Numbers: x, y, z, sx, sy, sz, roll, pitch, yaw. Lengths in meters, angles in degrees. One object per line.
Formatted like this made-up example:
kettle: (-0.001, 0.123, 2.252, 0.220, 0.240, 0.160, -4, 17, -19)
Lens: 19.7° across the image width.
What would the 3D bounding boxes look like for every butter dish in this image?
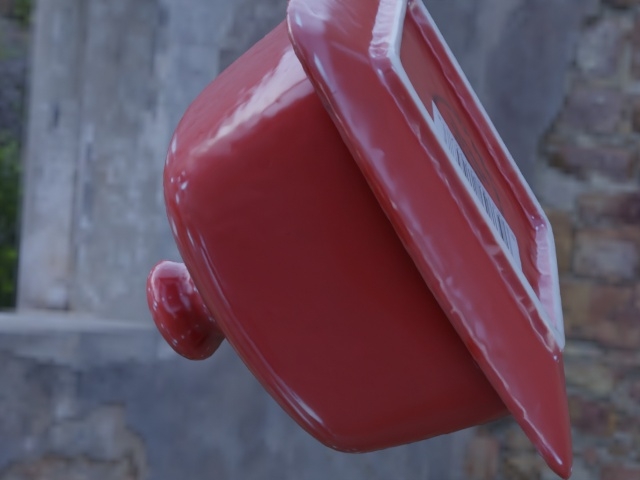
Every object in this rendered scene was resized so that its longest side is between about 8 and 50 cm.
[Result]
butter dish: (0.000, 0.000, 0.577, 0.118, 0.160, 0.160, -28, 16, 13)
